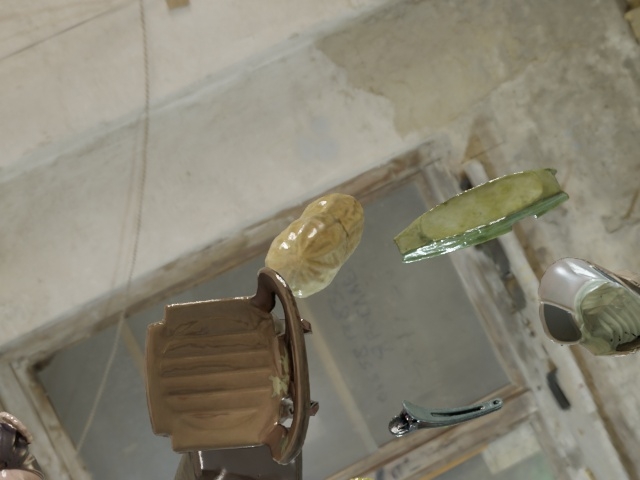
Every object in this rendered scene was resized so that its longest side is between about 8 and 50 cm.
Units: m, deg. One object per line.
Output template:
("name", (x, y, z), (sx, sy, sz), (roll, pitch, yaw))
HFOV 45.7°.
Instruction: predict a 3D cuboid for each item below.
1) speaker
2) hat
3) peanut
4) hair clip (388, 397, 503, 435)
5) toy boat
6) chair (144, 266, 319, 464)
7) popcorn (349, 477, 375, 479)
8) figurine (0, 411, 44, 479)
("speaker", (-0.142, 0.435, 1.195), (0.388, 0.180, 0.184), (112, 159, -46))
("hat", (0.592, 0.127, 1.613), (0.275, 0.232, 0.161), (31, -141, -14))
("peanut", (0.000, 0.000, 1.592), (0.313, 0.152, 0.152), (-44, -66, -51))
("hair clip", (0.269, 0.360, 1.595), (0.048, 0.275, 0.083), (55, 133, 44))
("toy boat", (0.257, -0.043, 1.237), (0.055, 0.293, 0.093), (47, -159, -69))
("chair", (-0.096, 0.138, 0.786), (0.326, 0.183, 0.176), (80, -177, -78))
("popcorn", (0.102, 0.625, 1.783), (0.135, 0.141, 0.162), (34, -173, 33))
("figurine", (-0.659, 0.492, 1.367), (0.211, 0.361, 0.253), (9, -132, -61))
